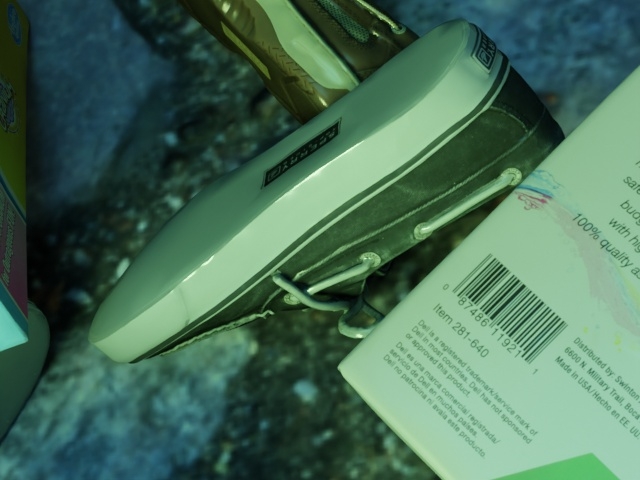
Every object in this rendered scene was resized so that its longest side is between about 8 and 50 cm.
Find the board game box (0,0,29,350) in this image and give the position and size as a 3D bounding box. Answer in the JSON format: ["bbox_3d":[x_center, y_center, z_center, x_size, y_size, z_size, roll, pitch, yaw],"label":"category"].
[{"bbox_3d":[-0.294,-0.024,1.157,0.242,0.064,0.316,-21,39,8],"label":"board game box"}]

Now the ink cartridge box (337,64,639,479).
[{"bbox_3d":[0.183,0.050,1.025,0.278,0.117,0.201,-45,64,-2],"label":"ink cartridge box"}]

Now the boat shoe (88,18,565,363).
[{"bbox_3d":[0.001,-0.002,1.104,0.306,0.105,0.113,-37,22,21],"label":"boat shoe"}]

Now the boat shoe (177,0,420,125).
[{"bbox_3d":[-0.031,-0.166,1.195,0.095,0.095,0.257,-38,71,-12],"label":"boat shoe"}]

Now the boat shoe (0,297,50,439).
[{"bbox_3d":[-0.327,0.152,1.135,0.156,0.136,0.367,29,78,24],"label":"boat shoe"}]
